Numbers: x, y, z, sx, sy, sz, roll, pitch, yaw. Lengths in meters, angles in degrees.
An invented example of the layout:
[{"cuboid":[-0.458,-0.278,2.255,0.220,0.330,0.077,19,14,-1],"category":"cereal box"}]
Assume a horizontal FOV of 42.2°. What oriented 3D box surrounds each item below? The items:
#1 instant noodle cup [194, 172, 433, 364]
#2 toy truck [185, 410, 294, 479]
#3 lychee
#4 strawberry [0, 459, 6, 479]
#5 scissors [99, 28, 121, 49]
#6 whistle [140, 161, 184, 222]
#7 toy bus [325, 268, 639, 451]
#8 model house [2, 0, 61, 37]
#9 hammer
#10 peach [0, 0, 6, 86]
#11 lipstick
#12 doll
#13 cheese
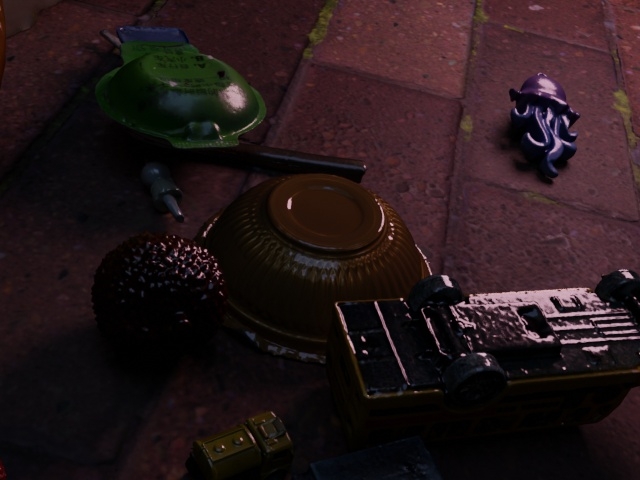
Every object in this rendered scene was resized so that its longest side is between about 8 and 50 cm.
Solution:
[{"cuboid":[0.000,0.000,0.873,0.274,0.090,0.274,7,40,-6],"category":"instant noodle cup"},{"cuboid":[-0.063,0.176,0.680,0.083,0.054,0.049,-15,47,-30],"category":"toy truck"},{"cuboid":[-0.150,0.048,0.754,0.129,0.123,0.123,33,44,30],"category":"lychee"},{"cuboid":[-0.276,0.179,0.590,0.106,0.106,0.106,8,41,-7],"category":"strawberry"},{"cuboid":[-0.232,-0.233,1.129,0.212,0.021,0.110,37,49,25],"category":"scissors"},{"cuboid":[-0.176,-0.055,0.930,0.035,0.035,0.100,-13,48,-27],"category":"whistle"},{"cuboid":[0.176,0.111,0.767,0.336,0.123,0.121,-2,41,-17],"category":"toy bus"},{"cuboid":[-0.498,-0.439,1.130,0.284,0.243,0.298,24,40,16],"category":"model house"},{"cuboid":[-0.090,-0.110,1.024,0.297,0.027,0.125,9,40,-5],"category":"hammer"},{"cuboid":[-0.484,-0.204,0.791,0.373,0.290,0.372,18,60,-34],"category":"peach"},{"cuboid":[-0.055,0.217,0.640,0.312,0.051,0.051,-9,47,-21],"category":"lipstick"},{"cuboid":[0.316,-0.168,1.174,0.110,0.067,0.206,21,50,-13],"category":"doll"},{"cuboid":[-0.178,-0.194,1.021,0.204,0.083,0.320,-4,37,-22],"category":"cheese"}]
